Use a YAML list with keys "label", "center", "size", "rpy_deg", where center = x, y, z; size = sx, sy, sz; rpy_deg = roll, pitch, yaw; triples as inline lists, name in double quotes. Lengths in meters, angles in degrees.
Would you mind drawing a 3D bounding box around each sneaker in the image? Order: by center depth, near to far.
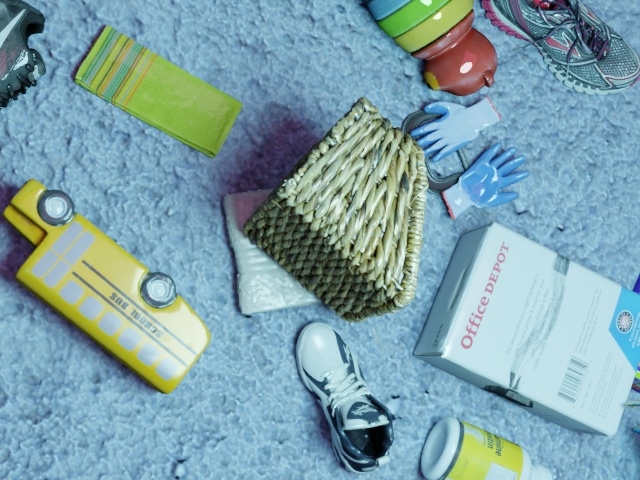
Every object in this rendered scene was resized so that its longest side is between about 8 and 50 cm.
- label: "sneaker"
  center: [-0.460, -0.223, 1.470]
  size: [0.135, 0.097, 0.276]
  rpy_deg: [17, 77, -11]
- label: "sneaker"
  center: [0.044, 0.227, 1.528]
  size: [0.094, 0.153, 0.235]
  rpy_deg: [-13, 87, -19]
- label: "sneaker"
  center: [0.404, -0.341, 1.728]
  size: [0.299, 0.112, 0.121]
  rpy_deg: [29, 76, -11]

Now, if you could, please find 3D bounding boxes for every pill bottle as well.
- label: "pill bottle"
  center: [0.253, 0.345, 1.598]
  size: [0.184, 0.103, 0.103]
  rpy_deg: [25, 77, -12]

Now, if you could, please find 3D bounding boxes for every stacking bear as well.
- label: "stacking bear"
  center: [0.167, -0.350, 1.645]
  size: [0.164, 0.175, 0.289]
  rpy_deg: [-40, 104, -10]

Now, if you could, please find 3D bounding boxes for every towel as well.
- label: "towel"
  center: [-0.239, -0.222, 1.574]
  size: [0.237, 0.021, 0.102]
  rpy_deg: [29, 77, -11]
- label: "towel"
  center: [0.000, 0.000, 1.601]
  size: [0.282, 0.049, 0.187]
  rpy_deg: [-9, 84, -16]

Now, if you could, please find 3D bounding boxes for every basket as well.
- label: "basket"
  center: [0.057, -0.039, 1.442]
  size: [0.223, 0.299, 0.213]
  rpy_deg: [42, 73, -3]

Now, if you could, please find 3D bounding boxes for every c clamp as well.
- label: "c clamp"
  center: [0.206, -0.143, 1.695]
  size: [0.137, 0.022, 0.161]
  rpy_deg: [-28, 92, -12]

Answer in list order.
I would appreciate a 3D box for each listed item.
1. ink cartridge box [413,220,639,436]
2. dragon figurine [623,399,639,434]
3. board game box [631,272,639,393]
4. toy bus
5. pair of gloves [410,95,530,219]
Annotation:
- label: "ink cartridge box"
  center: [0.332, 0.139, 1.634]
  size: [0.307, 0.129, 0.223]
  rpy_deg: [26, 77, -11]
- label: "dragon figurine"
  center: [0.540, 0.357, 1.632]
  size: [0.085, 0.289, 0.144]
  rpy_deg: [-14, 49, 15]
- label: "board game box"
  center: [0.663, 0.191, 1.750]
  size: [0.347, 0.078, 0.233]
  rpy_deg: [29, 76, -11]
- label: "toy bus"
  center: [-0.307, 0.063, 1.473]
  size: [0.332, 0.108, 0.130]
  rpy_deg: [40, 76, -8]
- label: "pair of gloves"
  center: [0.237, -0.139, 1.678]
  size: [0.159, 0.023, 0.198]
  rpy_deg: [-28, 94, -13]
